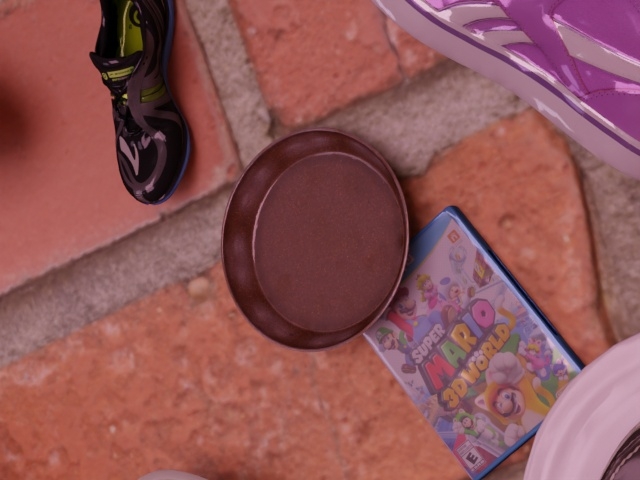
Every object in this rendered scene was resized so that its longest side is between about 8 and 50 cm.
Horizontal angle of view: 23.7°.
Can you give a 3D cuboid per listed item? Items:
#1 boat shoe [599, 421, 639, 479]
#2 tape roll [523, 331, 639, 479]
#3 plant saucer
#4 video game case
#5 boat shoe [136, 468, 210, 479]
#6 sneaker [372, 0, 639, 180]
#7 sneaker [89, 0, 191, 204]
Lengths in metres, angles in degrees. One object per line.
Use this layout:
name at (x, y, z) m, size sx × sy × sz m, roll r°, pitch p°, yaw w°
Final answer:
boat shoe at (0.183, 0.218, 0.930) m, size 0.081 × 0.069 × 0.227 m, roll 19°, pitch 101°, yaw 26°
tape roll at (0.277, 0.182, 0.975) m, size 0.286 × 0.100 × 0.286 m, roll 1°, pitch 92°, yaw 28°
plant saucer at (0.000, 0.000, 1.145) m, size 0.168 × 0.029 × 0.168 m, roll -4°, pitch 83°, yaw 34°
video game case at (0.105, 0.075, 1.109) m, size 0.119 × 0.015 × 0.166 m, roll -44°, pitch 72°, yaw 22°
boat shoe at (-0.015, 0.270, 1.138) m, size 0.305 × 0.091 × 0.109 m, roll 24°, pitch 66°, yaw 23°
sneaker at (0.156, -0.180, 1.011) m, size 0.282 × 0.102 × 0.161 m, roll 34°, pitch 125°, yaw 12°
sneaker at (-0.150, -0.120, 1.201) m, size 0.067 × 0.078 × 0.188 m, roll -5°, pitch 90°, yaw 28°
